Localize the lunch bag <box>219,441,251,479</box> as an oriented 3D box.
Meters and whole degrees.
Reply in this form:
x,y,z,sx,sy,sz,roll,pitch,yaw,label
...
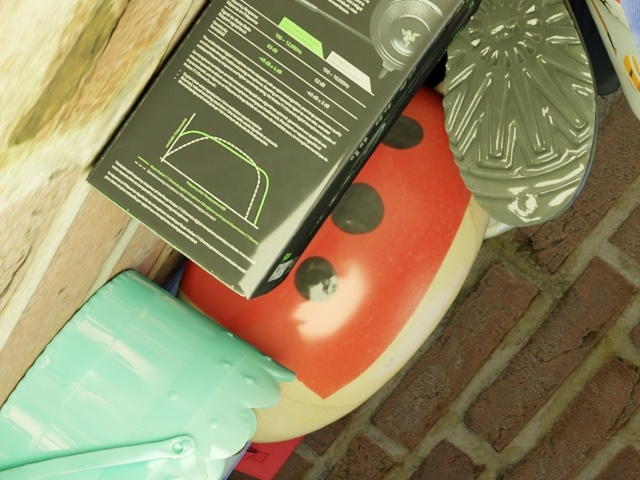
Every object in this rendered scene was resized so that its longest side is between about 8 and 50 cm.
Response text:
x,y,z,sx,sy,sz,roll,pitch,yaw,label
-0.220,0.272,1.571,0.303,0.115,0.243,-55,147,-9,lunch bag

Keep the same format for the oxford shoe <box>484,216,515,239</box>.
x,y,z,sx,sy,sz,roll,pitch,yaw,label
0.126,-0.078,1.537,0.449,0.169,0.130,-18,146,-2,oxford shoe

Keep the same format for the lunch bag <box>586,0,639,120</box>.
x,y,z,sx,sy,sz,roll,pitch,yaw,label
0.335,-0.290,1.168,0.239,0.328,0.385,-13,-144,29,lunch bag

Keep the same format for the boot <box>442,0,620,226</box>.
x,y,z,sx,sy,sz,roll,pitch,yaw,label
0.253,-0.200,1.400,0.445,0.146,0.367,-3,86,-70,boot

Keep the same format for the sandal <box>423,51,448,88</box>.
x,y,z,sx,sy,sz,roll,pitch,yaw,label
0.187,-0.232,1.659,0.445,0.167,0.107,-27,146,-2,sandal

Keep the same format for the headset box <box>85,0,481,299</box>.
x,y,z,sx,sy,sz,roll,pitch,yaw,label
-0.005,-0.116,0.884,0.283,0.131,0.246,-55,178,3,headset box

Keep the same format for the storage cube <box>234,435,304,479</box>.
x,y,z,sx,sy,sz,roll,pitch,yaw,label
-0.115,0.211,1.920,0.193,0.183,0.215,-55,-153,22,storage cube

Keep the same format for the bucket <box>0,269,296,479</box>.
x,y,z,sx,sy,sz,roll,pitch,yaw,label
-0.171,0.175,1.146,0.281,0.183,0.281,-54,177,-5,bucket

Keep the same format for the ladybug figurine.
x,y,z,sx,sy,sz,roll,pitch,yaw,label
0.000,0.000,1.338,0.449,0.305,0.162,-54,138,-5,ladybug figurine
